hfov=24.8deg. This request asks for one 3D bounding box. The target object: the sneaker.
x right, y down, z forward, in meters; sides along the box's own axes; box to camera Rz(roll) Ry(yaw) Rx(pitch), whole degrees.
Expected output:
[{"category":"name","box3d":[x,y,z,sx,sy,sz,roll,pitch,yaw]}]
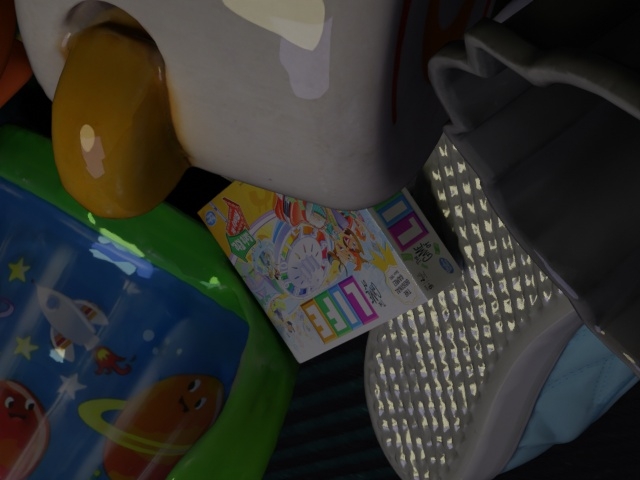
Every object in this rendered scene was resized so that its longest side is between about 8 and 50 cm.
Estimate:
[{"category":"sneaker","box3d":[0.135,-0.012,0.718,0.135,0.150,0.366,57,147,24]}]

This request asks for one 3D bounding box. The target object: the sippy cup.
[{"category":"sippy cup","box3d":[-0.157,0.079,0.916,0.240,0.224,0.305,32,173,-8]}]

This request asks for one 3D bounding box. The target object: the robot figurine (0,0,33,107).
[{"category":"robot figurine","box3d":[-0.247,-0.124,0.747,0.128,0.158,0.219,-4,163,28]}]

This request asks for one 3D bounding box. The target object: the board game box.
[{"category":"board game box","box3d":[0.000,0.000,0.748,0.103,0.026,0.154,56,151,0]}]

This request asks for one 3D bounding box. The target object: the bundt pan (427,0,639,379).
[{"category":"bundt pan","box3d":[0.189,0.020,0.431,0.331,0.124,0.331,46,176,5]}]

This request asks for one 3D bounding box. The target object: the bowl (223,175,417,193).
[{"category":"bowl","box3d":[-0.014,-0.072,0.766,0.142,0.053,0.142,30,155,-18]}]

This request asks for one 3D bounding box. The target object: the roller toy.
[{"category":"roller toy","box3d":[-0.017,-0.115,0.522,0.146,0.191,0.209,18,110,15]}]
